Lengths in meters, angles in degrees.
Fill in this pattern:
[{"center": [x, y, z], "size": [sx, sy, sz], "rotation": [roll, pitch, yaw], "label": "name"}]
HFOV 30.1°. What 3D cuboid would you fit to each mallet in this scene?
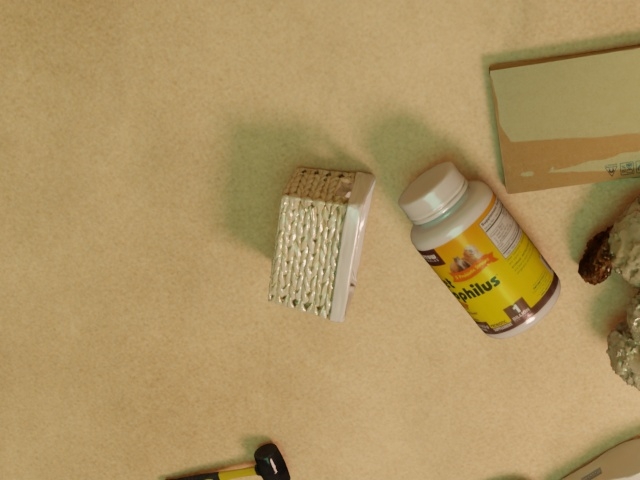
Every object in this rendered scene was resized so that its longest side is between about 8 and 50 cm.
[{"center": [-0.139, 0.328, 1.698], "size": [0.189, 0.039, 0.062], "rotation": [-6, 115, 14], "label": "mallet"}]

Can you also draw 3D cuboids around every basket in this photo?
[{"center": [0.000, 0.000, 1.484], "size": [0.103, 0.113, 0.167], "rotation": [12, 116, 6], "label": "basket"}]

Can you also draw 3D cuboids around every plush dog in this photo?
[{"center": [0.434, 0.047, 1.428], "size": [0.262, 0.210, 0.225], "rotation": [-28, 82, 16], "label": "plush dog"}]

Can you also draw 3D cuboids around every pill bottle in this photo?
[{"center": [0.191, 0.010, 1.460], "size": [0.117, 0.117, 0.215], "rotation": [-34, 106, 20], "label": "pill bottle"}]

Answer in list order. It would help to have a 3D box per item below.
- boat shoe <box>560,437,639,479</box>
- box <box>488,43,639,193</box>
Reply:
[{"center": [0.403, 0.332, 1.618], "size": [0.184, 0.066, 0.063], "rotation": [-37, 116, 20], "label": "boat shoe"}, {"center": [0.312, -0.145, 1.427], "size": [0.201, 0.021, 0.164], "rotation": [-7, 114, 11], "label": "box"}]
